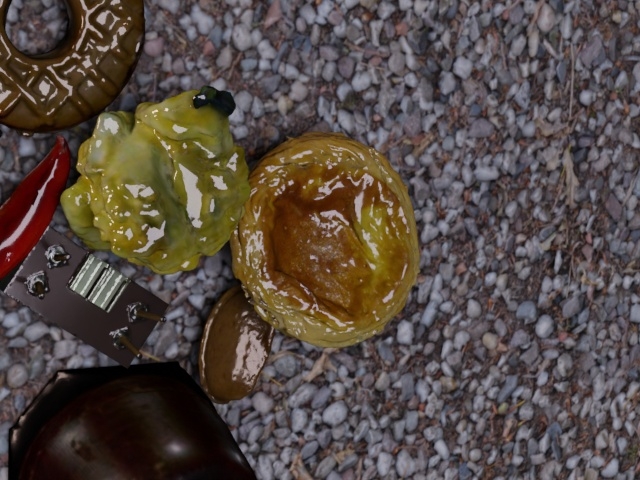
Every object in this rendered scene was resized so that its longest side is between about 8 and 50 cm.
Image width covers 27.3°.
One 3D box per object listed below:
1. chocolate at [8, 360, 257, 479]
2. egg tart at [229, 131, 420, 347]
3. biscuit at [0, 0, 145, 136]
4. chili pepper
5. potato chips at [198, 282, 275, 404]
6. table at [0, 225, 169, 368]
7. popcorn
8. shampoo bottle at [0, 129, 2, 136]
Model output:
[{"bbox_3d":[-0.257,0.397,1.981,0.383,0.331,0.384,-5,102,-25],"label":"chocolate"},{"bbox_3d":[0.000,0.000,2.134,0.351,0.150,0.352,2,85,-26],"label":"egg tart"},{"bbox_3d":[-0.405,-0.319,1.883,0.332,0.103,0.332,-5,102,-27],"label":"biscuit"},{"bbox_3d":[-0.495,0.002,1.900,0.368,0.092,0.137,-44,135,-23],"label":"chili pepper"},{"bbox_3d":[-0.143,0.167,2.152,0.150,0.049,0.202,4,93,-40],"label":"potato chips"},{"bbox_3d":[-0.345,0.091,1.992,0.240,0.111,0.122,36,81,-29],"label":"table"},{"bbox_3d":[-0.248,-0.077,1.941,0.292,0.237,0.293,-9,108,-29],"label":"popcorn"},{"bbox_3d":[-0.593,-0.149,1.812,0.284,0.071,0.153,25,61,-14],"label":"shampoo bottle"}]
